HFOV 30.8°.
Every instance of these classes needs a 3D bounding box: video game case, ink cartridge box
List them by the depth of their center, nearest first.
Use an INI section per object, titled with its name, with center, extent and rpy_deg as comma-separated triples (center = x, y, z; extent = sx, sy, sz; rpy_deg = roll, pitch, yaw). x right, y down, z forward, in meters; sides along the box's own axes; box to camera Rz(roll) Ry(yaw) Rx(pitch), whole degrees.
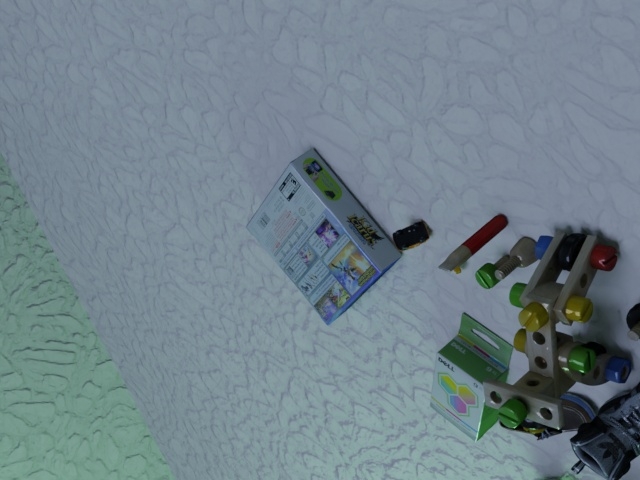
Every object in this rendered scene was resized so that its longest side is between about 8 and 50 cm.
[ink cartridge box]
center = 0.251, 0.233, 1.957
extent = 0.109, 0.062, 0.209
rpy_deg = 36, 144, 29
[video game case]
center = 0.000, 0.000, 2.067
extent = 0.244, 0.061, 0.269
rpy_deg = 51, 149, 7

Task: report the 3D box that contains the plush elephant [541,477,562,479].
[plush elephant]
center = 0.382, 0.541, 1.902
extent = 0.255, 0.272, 0.330
rpy_deg = 13, 127, 54

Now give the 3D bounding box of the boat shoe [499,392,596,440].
[boat shoe]
center = 0.362, 0.289, 1.860
extent = 0.183, 0.066, 0.066
rpy_deg = -15, 109, 57

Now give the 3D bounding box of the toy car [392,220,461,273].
[toy car]
center = 0.171, 0.024, 1.869
extent = 0.122, 0.060, 0.040
rpy_deg = 51, -179, 18

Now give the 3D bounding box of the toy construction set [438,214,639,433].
[toy construction set]
center = 0.290, 0.121, 1.623
extent = 0.309, 0.237, 0.257
rpy_deg = 38, 146, 24

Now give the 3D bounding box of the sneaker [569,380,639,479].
[sneaker]
center = 0.447, 0.259, 1.631
extent = 0.101, 0.153, 0.268
rpy_deg = 47, 149, 11
